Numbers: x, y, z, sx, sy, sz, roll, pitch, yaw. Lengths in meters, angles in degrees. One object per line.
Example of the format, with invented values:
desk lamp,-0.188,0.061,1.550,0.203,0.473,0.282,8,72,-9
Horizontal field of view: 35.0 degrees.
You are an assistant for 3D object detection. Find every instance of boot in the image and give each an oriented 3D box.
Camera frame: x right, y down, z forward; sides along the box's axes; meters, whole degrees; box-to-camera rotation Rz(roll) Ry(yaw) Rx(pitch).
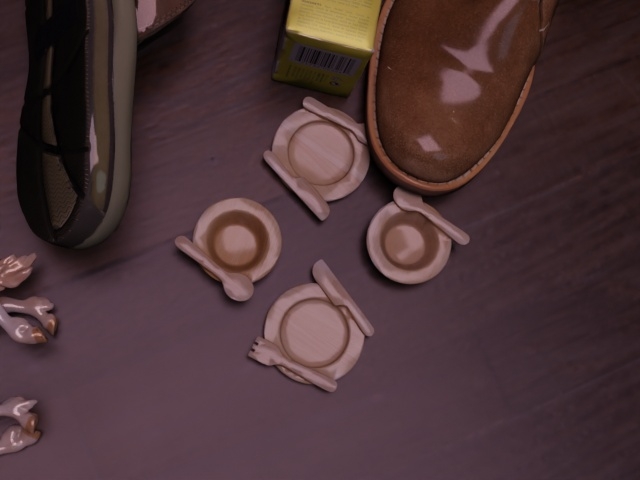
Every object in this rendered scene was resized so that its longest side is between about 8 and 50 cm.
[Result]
boot,0.116,-0.174,0.649,0.112,0.115,0.305,26,77,-5

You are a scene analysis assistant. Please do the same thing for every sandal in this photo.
sandal,-0.122,-0.140,0.618,0.086,0.120,0.303,10,77,-35

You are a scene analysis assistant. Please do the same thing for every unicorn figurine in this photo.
unicorn figurine,-0.214,0.084,0.576,0.111,0.060,0.162,7,61,-7

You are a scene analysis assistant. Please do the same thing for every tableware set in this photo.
tableware set,0.000,0.000,0.641,0.141,0.020,0.169,42,75,1

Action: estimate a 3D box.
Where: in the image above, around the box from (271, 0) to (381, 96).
box,0.020,-0.218,0.657,0.058,0.087,0.232,13,76,-6
